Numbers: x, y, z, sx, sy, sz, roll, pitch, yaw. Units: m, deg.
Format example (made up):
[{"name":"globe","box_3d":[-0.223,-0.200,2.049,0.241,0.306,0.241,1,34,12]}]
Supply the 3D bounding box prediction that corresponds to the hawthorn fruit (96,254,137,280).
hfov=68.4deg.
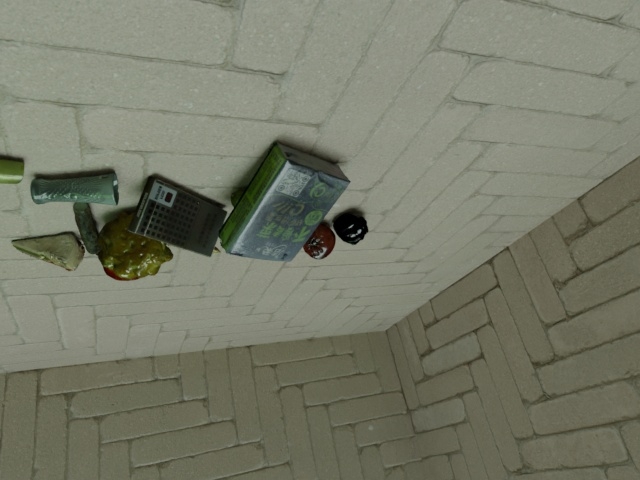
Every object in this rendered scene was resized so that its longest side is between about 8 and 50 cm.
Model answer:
[{"name":"hawthorn fruit","box_3d":[-0.738,0.070,1.742,0.193,0.157,0.157,9,152,-5]}]

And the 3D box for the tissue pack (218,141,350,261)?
[{"name":"tissue pack","box_3d":[-0.124,-0.106,1.567,0.287,0.124,0.394,11,126,-41]}]

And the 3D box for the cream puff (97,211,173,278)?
[{"name":"cream puff","box_3d":[-0.621,0.020,1.593,0.244,0.244,0.196,-25,166,24]}]

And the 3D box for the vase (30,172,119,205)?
[{"name":"vase","box_3d":[-0.710,-0.146,1.367,0.219,0.096,0.096,-3,153,-15]}]

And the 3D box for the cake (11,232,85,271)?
[{"name":"cake","box_3d":[-0.936,0.015,1.641,0.220,0.117,0.086,19,152,8]}]

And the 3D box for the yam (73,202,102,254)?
[{"name":"yam","box_3d":[-0.783,-0.039,1.585,0.061,0.061,0.274,-4,152,-18]}]

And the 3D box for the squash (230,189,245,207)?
[{"name":"squash","box_3d":[-0.242,-0.120,1.652,0.095,0.095,0.188,-30,147,31]}]

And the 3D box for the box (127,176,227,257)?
[{"name":"box","box_3d":[-0.459,-0.067,1.560,0.047,0.181,0.324,16,174,36]}]

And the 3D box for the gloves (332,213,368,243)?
[{"name":"gloves","box_3d":[0.141,-0.044,1.977,0.164,0.124,0.203,-9,154,36]}]

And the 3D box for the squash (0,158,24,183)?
[{"name":"squash","box_3d":[-0.898,-0.190,1.194,0.250,0.083,0.083,8,147,-42]}]

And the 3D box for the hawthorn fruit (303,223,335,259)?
[{"name":"hawthorn fruit","box_3d":[0.000,0.000,1.980,0.148,0.148,0.172,-25,180,23]}]

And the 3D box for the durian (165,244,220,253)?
[{"name":"durian","box_3d":[-0.470,-0.012,1.751,0.224,0.078,0.140,26,127,-30]}]
